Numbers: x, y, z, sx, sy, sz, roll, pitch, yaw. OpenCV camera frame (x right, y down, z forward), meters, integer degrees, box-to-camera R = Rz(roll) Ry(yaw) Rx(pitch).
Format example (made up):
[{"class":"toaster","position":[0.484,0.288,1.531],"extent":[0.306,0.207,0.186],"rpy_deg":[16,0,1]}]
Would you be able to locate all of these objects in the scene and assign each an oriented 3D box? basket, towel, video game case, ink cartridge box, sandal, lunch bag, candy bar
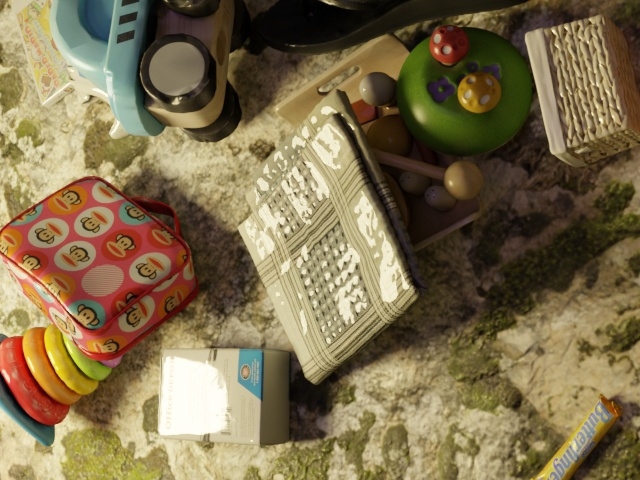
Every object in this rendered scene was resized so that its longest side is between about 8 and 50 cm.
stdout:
[{"class":"basket","position":[0.337,-0.190,1.391],"extent":[0.103,0.113,0.167],"rpy_deg":[-17,76,28]},{"class":"towel","position":[0.000,0.000,1.541],"extent":[0.312,0.056,0.324],"rpy_deg":[-46,60,50]},{"class":"video game case","position":[-0.451,-0.384,1.968],"extent":[0.206,0.026,0.227],"rpy_deg":[-31,69,26]},{"class":"ink cartridge box","position":[-0.145,0.232,1.665],"extent":[0.190,0.082,0.139],"rpy_deg":[-3,82,34]},{"class":"sandal","position":[0.104,-0.373,1.535],"extent":[0.446,0.107,0.167],"rpy_deg":[-9,48,27]},{"class":"lunch bag","position":[-0.339,0.025,1.753],"extent":[0.258,0.120,0.293],"rpy_deg":[-38,57,-22]},{"class":"candy bar","position":[0.324,0.263,1.401],"extent":[0.040,0.018,0.161],"rpy_deg":[43,108,29]}]

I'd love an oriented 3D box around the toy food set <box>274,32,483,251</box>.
[{"class":"toy food set","position":[0.073,-0.112,1.562],"extent":[0.220,0.092,0.306],"rpy_deg":[-31,68,26]}]

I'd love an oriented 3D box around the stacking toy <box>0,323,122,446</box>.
[{"class":"stacking toy","position":[-0.381,0.177,1.794],"extent":[0.302,0.166,0.175],"rpy_deg":[-30,34,8]}]

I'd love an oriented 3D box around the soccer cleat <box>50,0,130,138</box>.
[{"class":"soccer cleat","position":[-0.386,-0.315,1.835],"extent":[0.143,0.116,0.331],"rpy_deg":[-40,78,19]}]

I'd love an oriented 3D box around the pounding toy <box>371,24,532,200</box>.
[{"class":"pounding toy","position":[0.176,-0.190,1.446],"extent":[0.183,0.110,0.237],"rpy_deg":[25,80,13]}]

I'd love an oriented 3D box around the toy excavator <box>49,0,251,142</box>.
[{"class":"toy excavator","position":[-0.340,-0.380,1.687],"extent":[0.445,0.222,0.433],"rpy_deg":[5,82,7]}]
